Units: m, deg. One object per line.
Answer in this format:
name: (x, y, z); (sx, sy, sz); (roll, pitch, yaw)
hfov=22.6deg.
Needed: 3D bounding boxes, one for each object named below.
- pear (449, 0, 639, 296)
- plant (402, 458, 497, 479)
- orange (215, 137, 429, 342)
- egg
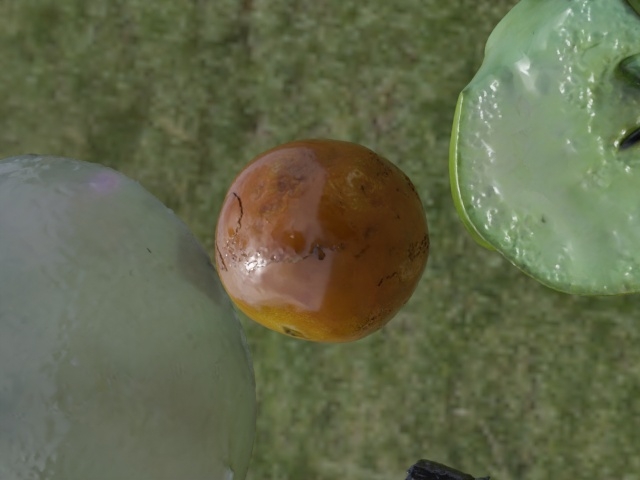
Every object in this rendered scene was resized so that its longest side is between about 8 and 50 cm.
pear: (0.250, -0.080, 1.400); (0.282, 0.286, 0.176); (-43, -2, 28)
plant: (0.159, 0.307, 1.820); (0.094, 0.143, 0.092); (-54, -34, -27)
orange: (0.000, 0.000, 1.767); (0.240, 0.240, 0.240); (-174, 90, -73)
egg: (-0.216, 0.114, 1.099); (0.201, 0.337, 0.337); (-24, -52, -63)
